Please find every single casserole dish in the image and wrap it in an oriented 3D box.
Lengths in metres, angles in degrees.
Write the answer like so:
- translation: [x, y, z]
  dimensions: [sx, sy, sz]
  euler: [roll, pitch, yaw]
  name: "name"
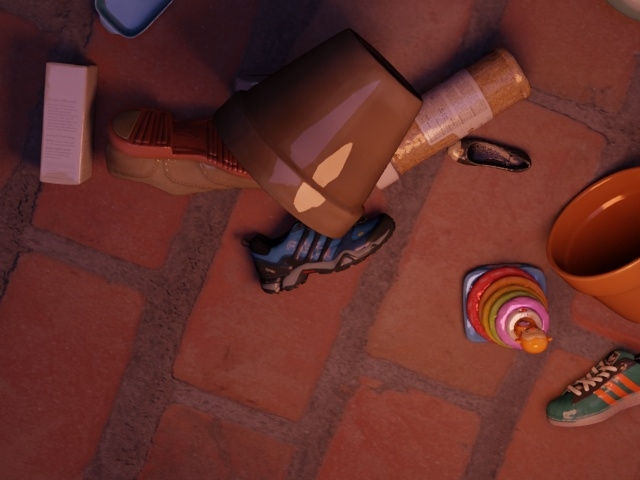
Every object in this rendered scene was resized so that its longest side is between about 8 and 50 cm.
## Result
- translation: [-0.351, -0.479, 1.829]
  dimensions: [0.188, 0.037, 0.114]
  euler: [-44, 99, 6]
  name: "casserole dish"

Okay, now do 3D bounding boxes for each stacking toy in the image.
- translation: [0.385, 0.156, 1.837]
  dimensions: [0.175, 0.302, 0.165]
  euler: [-3, 102, 0]
  name: "stacking toy"

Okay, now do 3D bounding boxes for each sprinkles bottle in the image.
- translation: [0.233, -0.241, 1.846]
  dimensions: [0.355, 0.121, 0.121]
  euler: [-32, 100, 5]
  name: "sprinkles bottle"

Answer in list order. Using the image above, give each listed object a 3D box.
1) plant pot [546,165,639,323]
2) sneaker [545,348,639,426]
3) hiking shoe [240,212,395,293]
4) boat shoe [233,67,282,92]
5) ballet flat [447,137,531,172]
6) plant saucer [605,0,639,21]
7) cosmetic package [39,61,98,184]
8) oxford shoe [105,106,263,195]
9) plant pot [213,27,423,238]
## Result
- translation: [0.620, 0.027, 1.844]
  dimensions: [0.291, 0.291, 0.203]
  euler: [-40, 115, 6]
  name: "plant pot"
- translation: [0.605, 0.292, 1.975]
  dimensions: [0.302, 0.108, 0.121]
  euler: [-19, 100, -6]
  name: "sneaker"
- translation: [0.000, 0.000, 1.893]
  dimensions: [0.304, 0.113, 0.132]
  euler: [-23, 102, 3]
  name: "hiking shoe"
- translation: [-0.018, -0.287, 1.854]
  dimensions: [0.302, 0.109, 0.094]
  euler: [1, 123, 4]
  name: "boat shoe"
- translation: [0.342, -0.173, 1.898]
  dimensions: [0.173, 0.049, 0.057]
  euler: [8, 100, -3]
  name: "ballet flat"
- translation: [0.657, -0.566, 1.760]
  dimensions: [0.318, 0.043, 0.317]
  euler: [1, 100, 6]
  name: "plant saucer"
- translation: [-0.490, -0.230, 1.836]
  dimensions: [0.086, 0.117, 0.231]
  euler: [4, 100, -3]
  name: "cosmetic package"
- translation: [-0.229, -0.157, 1.870]
  dimensions: [0.397, 0.140, 0.146]
  euler: [12, 138, -11]
  name: "oxford shoe"
- translation: [0.019, -0.214, 1.679]
  dimensions: [0.323, 0.323, 0.280]
  euler: [42, 104, -9]
  name: "plant pot"
